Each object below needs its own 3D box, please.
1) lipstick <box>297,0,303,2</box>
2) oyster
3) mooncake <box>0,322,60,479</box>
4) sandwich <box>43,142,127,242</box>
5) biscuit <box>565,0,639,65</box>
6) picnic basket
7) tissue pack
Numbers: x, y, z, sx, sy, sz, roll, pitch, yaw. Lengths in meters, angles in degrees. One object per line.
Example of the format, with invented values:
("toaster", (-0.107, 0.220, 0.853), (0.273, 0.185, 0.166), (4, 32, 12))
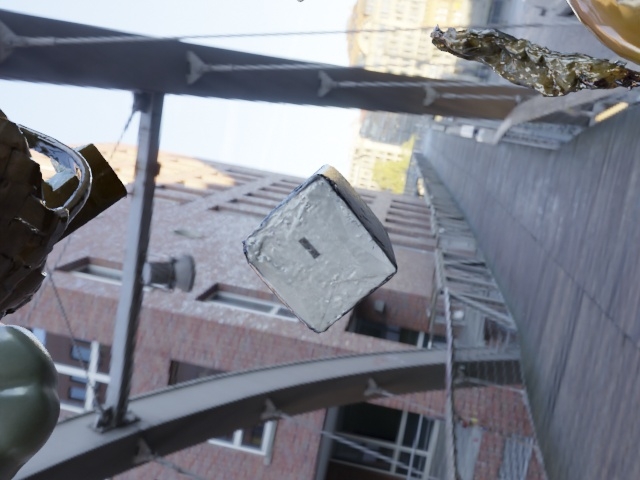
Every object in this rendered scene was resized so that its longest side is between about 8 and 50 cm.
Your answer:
("lipstick", (0.005, -0.422, 1.077), (0.116, 0.037, 0.037), (-45, -7, 1))
("oyster", (0.321, -0.271, 1.033), (0.129, 0.345, 0.078), (12, -81, -63))
("mooncake", (-0.525, 0.235, 1.007), (0.135, 0.275, 0.274), (115, 170, -63))
("sandwich", (-0.485, -0.066, 1.217), (0.236, 0.122, 0.128), (-42, -58, -26))
("biscuit", (0.246, -0.126, 0.273), (0.045, 0.299, 0.154), (69, -176, -75))
("picnic basket", (-0.451, -0.072, 0.877), (0.337, 0.293, 0.337), (22, -90, -82))
("tissue pack", (0.000, 0.000, 1.199), (0.198, 0.210, 0.370), (-36, 6, 8))
